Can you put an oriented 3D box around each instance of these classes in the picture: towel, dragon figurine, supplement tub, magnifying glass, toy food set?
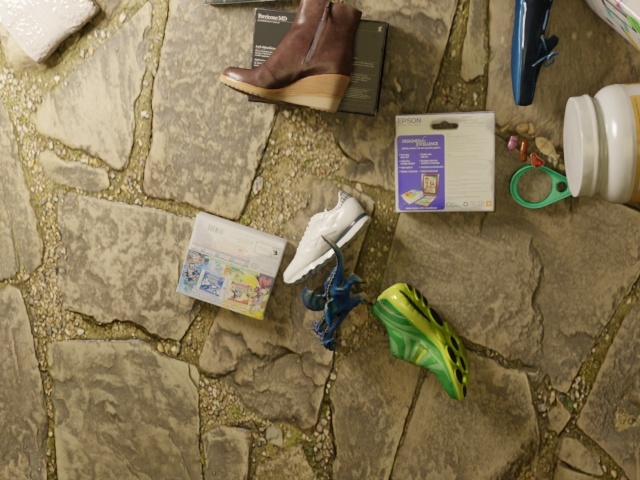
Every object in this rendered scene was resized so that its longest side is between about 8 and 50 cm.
[{"bbox_3d":[-0.608,-0.534,1.692,0.187,0.049,0.282,-36,98,14],"label":"towel"},{"bbox_3d":[0.020,0.123,1.709,0.144,0.289,0.085,-40,56,-15],"label":"dragon figurine"},{"bbox_3d":[0.636,-0.187,1.546,0.316,0.228,0.228,-3,104,7],"label":"supplement tub"},{"bbox_3d":[0.507,-0.110,1.685,0.231,0.026,0.092,2,104,5],"label":"magnifying glass"},{"bbox_3d":[0.422,-0.196,1.669,0.078,0.019,0.122,-38,90,7],"label":"toy food set"}]

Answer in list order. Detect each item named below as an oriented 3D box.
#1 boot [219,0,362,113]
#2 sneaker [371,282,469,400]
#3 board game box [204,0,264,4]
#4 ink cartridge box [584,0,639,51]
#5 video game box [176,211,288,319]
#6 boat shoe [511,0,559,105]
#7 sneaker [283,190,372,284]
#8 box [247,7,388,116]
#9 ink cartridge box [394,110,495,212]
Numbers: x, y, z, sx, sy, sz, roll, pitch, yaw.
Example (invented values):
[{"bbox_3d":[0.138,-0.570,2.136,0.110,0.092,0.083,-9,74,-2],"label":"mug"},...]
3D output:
[{"bbox_3d":[-0.055,-0.364,1.567,0.248,0.090,0.207,12,93,5],"label":"boot"},{"bbox_3d":[0.221,0.223,1.773,0.123,0.109,0.295,-31,100,34],"label":"sneaker"},{"bbox_3d":[-0.148,-0.538,1.631,0.186,0.026,0.126,2,105,18],"label":"board game box"},{"bbox_3d":[0.606,-0.452,1.436,0.197,0.198,0.270,-42,57,14],"label":"ink cartridge box"},{"bbox_3d":[-0.194,0.056,1.793,0.205,0.048,0.187,19,103,2],"label":"video game box"},{"bbox_3d":[0.422,-0.389,1.584,0.089,0.109,0.258,3,106,2],"label":"boat shoe"},{"bbox_3d":[0.000,0.000,1.748,0.235,0.090,0.095,-43,82,11],"label":"sneaker"},{"bbox_3d":[-0.003,-0.359,1.640,0.261,0.103,0.184,8,107,5],"label":"box"},{"bbox_3d":[0.257,-0.162,1.689,0.206,0.045,0.208,0,105,7],"label":"ink cartridge box"}]
